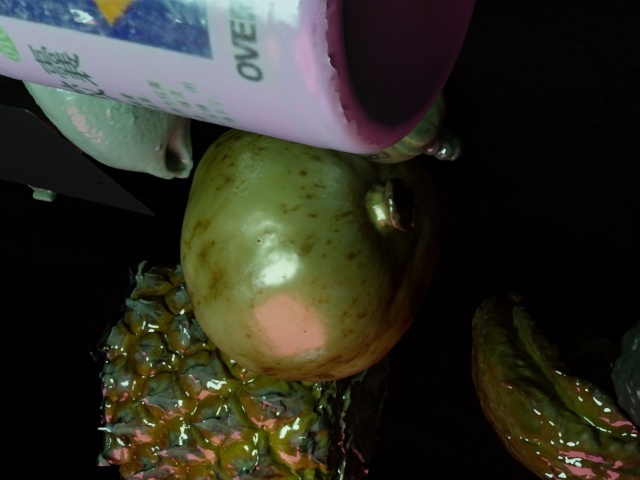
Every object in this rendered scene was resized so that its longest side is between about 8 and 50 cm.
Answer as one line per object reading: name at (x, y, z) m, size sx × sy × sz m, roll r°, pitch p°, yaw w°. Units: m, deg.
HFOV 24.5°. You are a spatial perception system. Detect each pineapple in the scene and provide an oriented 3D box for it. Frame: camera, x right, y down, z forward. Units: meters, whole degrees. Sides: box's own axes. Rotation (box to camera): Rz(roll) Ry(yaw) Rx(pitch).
pineapple at (-0.081, 0.181, 1.738) m, size 0.300 × 0.352 × 0.352 m, roll 8°, pitch 164°, yaw 17°

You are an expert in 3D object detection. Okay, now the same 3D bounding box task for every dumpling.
dumpling at (-0.162, -0.130, 1.111) m, size 0.152 × 0.108 × 0.219 m, roll 58°, pitch 180°, yaw 43°

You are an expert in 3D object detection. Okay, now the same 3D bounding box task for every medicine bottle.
medicine bottle at (-0.085, -0.152, 0.683) m, size 0.291 × 0.178 × 0.178 m, roll 14°, pitch 166°, yaw 23°

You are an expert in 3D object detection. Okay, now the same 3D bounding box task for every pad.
pad at (-0.265, -0.081, 1.213) m, size 0.265 × 0.009 × 0.159 m, roll 14°, pitch 159°, yaw 42°

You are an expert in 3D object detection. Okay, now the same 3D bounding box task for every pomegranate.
pomegranate at (0.000, 0.000, 1.147) m, size 0.215 × 0.215 × 0.215 m, roll 19°, pitch 167°, yaw 4°

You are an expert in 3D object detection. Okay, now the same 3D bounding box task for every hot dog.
hot dog at (0.265, 0.154, 1.421) m, size 0.267 × 0.174 × 0.387 m, roll 15°, pitch 178°, yaw 3°

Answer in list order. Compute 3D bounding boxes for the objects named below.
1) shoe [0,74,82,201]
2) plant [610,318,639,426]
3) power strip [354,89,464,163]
shoe at (-0.292, -0.124, 1.300) m, size 0.103 × 0.098 × 0.275 m, roll 9°, pitch 163°, yaw 31°
plant at (0.325, 0.088, 1.164) m, size 0.129 × 0.132 × 0.194 m, roll 20°, pitch 156°, yaw -17°
power strip at (-0.061, -0.138, 0.964) m, size 0.387 × 0.066 × 0.092 m, roll 25°, pitch 169°, yaw -25°
